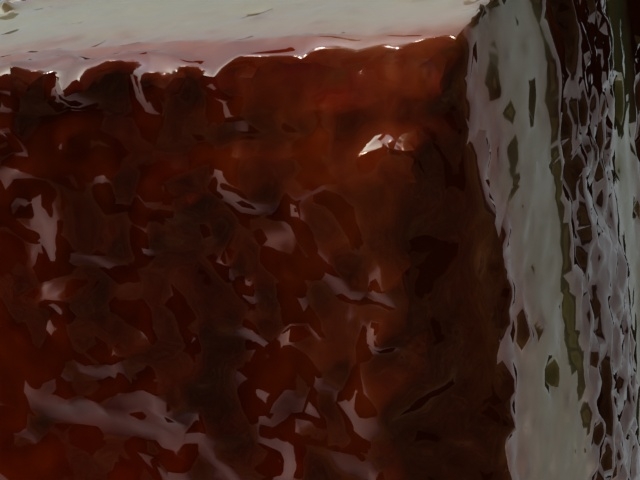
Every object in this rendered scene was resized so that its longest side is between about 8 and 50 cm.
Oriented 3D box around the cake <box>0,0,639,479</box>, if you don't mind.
[{"bbox_3d":[0.000,0.000,0.701,0.319,0.269,0.270,-37,-57,-61],"label":"cake"}]
